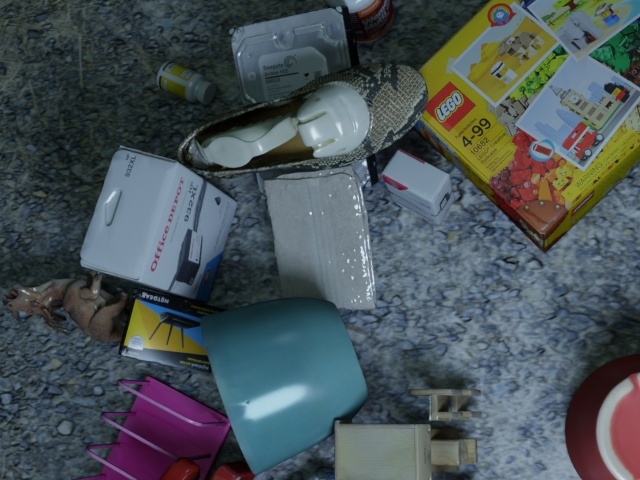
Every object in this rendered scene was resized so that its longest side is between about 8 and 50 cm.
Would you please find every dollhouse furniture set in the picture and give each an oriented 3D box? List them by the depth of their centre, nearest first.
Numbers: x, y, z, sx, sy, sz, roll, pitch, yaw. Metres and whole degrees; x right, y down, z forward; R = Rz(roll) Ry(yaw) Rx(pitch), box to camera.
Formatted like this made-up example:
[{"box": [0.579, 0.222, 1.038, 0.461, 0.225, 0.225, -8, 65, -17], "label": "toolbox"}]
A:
[{"box": [0.156, 0.361, 1.460, 0.161, 0.242, 0.212, -8, 76, 35], "label": "dollhouse furniture set"}]

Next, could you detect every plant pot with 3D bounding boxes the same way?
[{"box": [0.531, 0.306, 1.359, 0.275, 0.243, 0.275, -3, 77, 14], "label": "plant pot"}, {"box": [-0.052, 0.234, 1.515, 0.235, 0.293, 0.293, -19, 74, -4], "label": "plant pot"}]

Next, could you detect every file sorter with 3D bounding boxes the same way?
[{"box": [-0.336, 0.424, 1.591, 0.202, 0.182, 0.290, 24, 85, 17], "label": "file sorter"}]

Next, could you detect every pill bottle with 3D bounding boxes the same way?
[{"box": [0.067, -0.479, 1.652, 0.121, 0.221, 0.121, -3, 78, 14], "label": "pill bottle"}, {"box": [-0.280, -0.328, 1.793, 0.116, 0.065, 0.065, 26, 86, 18], "label": "pill bottle"}]

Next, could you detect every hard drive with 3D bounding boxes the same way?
[{"box": [-0.032, -0.257, 1.631, 0.237, 0.064, 0.339, -5, 102, 21], "label": "hard drive"}]

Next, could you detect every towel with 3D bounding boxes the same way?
[{"box": [0.000, 0.000, 1.621, 0.187, 0.049, 0.282, -5, 101, 15], "label": "towel"}]

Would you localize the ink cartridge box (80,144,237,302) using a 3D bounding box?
[{"box": [-0.291, -0.019, 1.604, 0.129, 0.307, 0.223, 15, 83, 17], "label": "ink cartridge box"}]

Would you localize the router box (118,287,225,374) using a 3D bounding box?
[{"box": [-0.286, 0.175, 1.651, 0.179, 0.046, 0.133, 16, 82, -22], "label": "router box"}]

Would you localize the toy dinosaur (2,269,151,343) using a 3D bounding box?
[{"box": [-0.463, 0.145, 1.721, 0.296, 0.127, 0.200, 37, 100, 2], "label": "toy dinosaur"}]

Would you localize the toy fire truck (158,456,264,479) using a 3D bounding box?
[{"box": [-0.207, 0.521, 1.501, 0.169, 0.254, 0.302, 28, 85, 17], "label": "toy fire truck"}]

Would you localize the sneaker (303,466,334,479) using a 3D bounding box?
[{"box": [0.026, 0.562, 1.525, 0.129, 0.111, 0.297, -31, 68, 23], "label": "sneaker"}]

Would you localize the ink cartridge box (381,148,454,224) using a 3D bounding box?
[{"box": [0.183, -0.097, 1.582, 0.109, 0.150, 0.063, 30, 83, 18], "label": "ink cartridge box"}]

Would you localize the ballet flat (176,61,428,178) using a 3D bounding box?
[{"box": [-0.052, -0.188, 1.507, 0.483, 0.182, 0.164, -11, 102, 28], "label": "ballet flat"}]

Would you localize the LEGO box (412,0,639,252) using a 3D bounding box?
[{"box": [0.446, -0.288, 1.529, 0.500, 0.193, 0.372, -44, 72, 2], "label": "LEGO box"}]
